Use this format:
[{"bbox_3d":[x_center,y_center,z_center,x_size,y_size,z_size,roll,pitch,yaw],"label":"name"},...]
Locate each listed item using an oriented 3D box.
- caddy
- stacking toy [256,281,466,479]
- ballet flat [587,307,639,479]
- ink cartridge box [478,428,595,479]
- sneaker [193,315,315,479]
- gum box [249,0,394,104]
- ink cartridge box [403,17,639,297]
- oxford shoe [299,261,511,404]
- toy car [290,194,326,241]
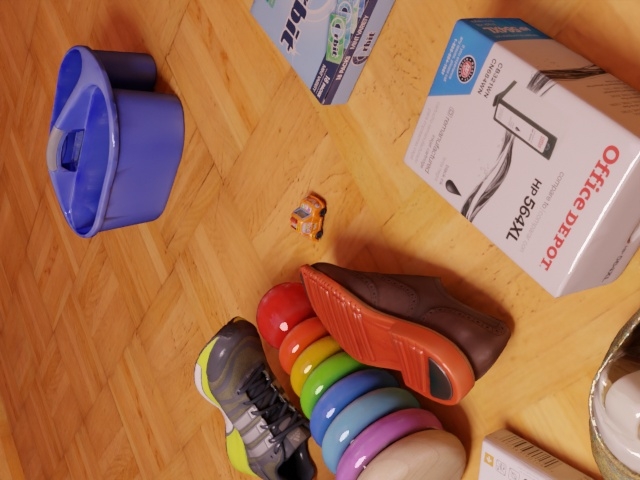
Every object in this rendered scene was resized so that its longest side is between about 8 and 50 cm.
[{"bbox_3d":[-0.369,-0.162,1.274,0.241,0.179,0.341,56,138,30],"label":"caddy"},{"bbox_3d":[0.019,0.171,0.888,0.330,0.141,0.141,48,134,42],"label":"stacking toy"},{"bbox_3d":[0.265,0.079,0.536,0.123,0.123,0.348,49,134,35],"label":"ballet flat"},{"bbox_3d":[0.227,0.314,0.703,0.206,0.045,0.208,23,116,48],"label":"ink cartridge box"},{"bbox_3d":[-0.072,0.222,1.007,0.121,0.111,0.300,19,140,36],"label":"sneaker"},{"bbox_3d":[-0.002,-0.274,0.866,0.184,0.041,0.157,56,138,29],"label":"gum box"},{"bbox_3d":[0.181,-0.075,0.633,0.203,0.086,0.148,48,133,37],"label":"ink cartridge box"},{"bbox_3d":[0.079,0.078,0.808,0.271,0.098,0.097,29,144,46],"label":"oxford shoe"},{"bbox_3d":[0.000,0.000,0.934,0.122,0.040,0.060,53,136,32],"label":"toy car"}]
